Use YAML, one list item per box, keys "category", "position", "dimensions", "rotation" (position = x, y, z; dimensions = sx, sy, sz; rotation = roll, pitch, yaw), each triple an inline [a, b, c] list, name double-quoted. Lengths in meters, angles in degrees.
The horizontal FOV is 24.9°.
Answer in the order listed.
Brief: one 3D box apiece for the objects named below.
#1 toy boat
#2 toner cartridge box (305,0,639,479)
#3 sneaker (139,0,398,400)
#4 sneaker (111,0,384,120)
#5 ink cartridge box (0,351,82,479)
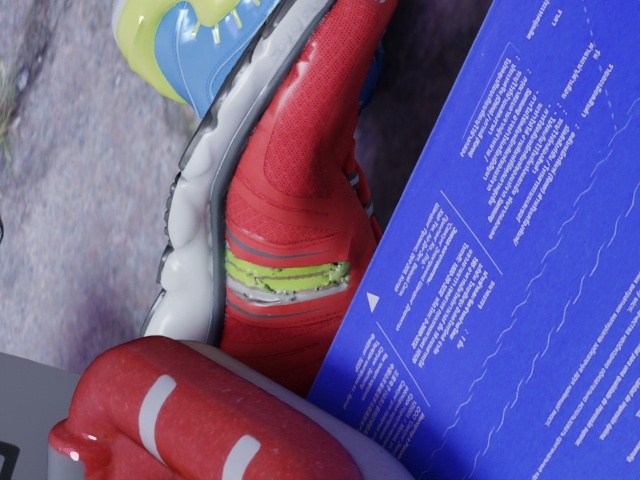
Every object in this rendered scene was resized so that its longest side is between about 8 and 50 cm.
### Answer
- category: "toy boat"
  position: [-0.060, 0.129, 0.516]
  dimensions: [0.231, 0.151, 0.151]
  rotation: [22, 112, 52]
- category: "toner cartridge box"
  position: [0.079, 0.067, 0.507]
  dimensions: [0.165, 0.075, 0.348]
  rotation: [56, 136, 36]
- category: "sneaker"
  position: [0.000, 0.000, 0.622]
  dimensions: [0.107, 0.118, 0.279]
  rotation: [-62, -8, -50]
- category: "sneaker"
  position: [0.009, -0.129, 0.662]
  dimensions: [0.240, 0.091, 0.126]
  rotation: [-41, 81, 37]
- category: "ink cartridge box"
  position: [-0.187, 0.205, 0.714]
  dimensions: [0.270, 0.197, 0.198]
  rotation: [-93, 23, -64]
